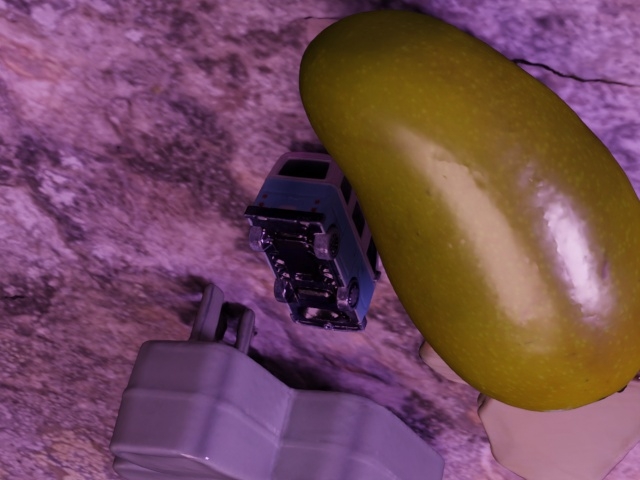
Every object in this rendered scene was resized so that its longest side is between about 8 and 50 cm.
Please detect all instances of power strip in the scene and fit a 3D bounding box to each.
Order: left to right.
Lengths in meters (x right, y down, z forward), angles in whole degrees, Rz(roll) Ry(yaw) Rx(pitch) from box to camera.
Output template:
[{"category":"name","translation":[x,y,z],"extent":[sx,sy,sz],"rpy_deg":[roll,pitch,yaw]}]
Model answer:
[{"category":"power strip","translation":[-0.049,0.142,1.523],"extent":[0.229,0.141,0.261],"rpy_deg":[1,156,30]}]

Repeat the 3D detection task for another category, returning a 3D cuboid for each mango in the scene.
[{"category":"mango","translation":[0.100,-0.019,1.171],"extent":[0.175,0.143,0.293],"rpy_deg":[-10,125,48]}]

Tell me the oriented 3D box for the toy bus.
[{"category":"toy bus","translation":[0.000,0.000,1.306],"extent":[0.060,0.075,0.123],"rpy_deg":[7,144,23]}]

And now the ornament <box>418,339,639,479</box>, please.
[{"category":"ornament","translation":[0.177,0.105,1.378],"extent":[0.180,0.059,0.201],"rpy_deg":[-2,143,31]}]
